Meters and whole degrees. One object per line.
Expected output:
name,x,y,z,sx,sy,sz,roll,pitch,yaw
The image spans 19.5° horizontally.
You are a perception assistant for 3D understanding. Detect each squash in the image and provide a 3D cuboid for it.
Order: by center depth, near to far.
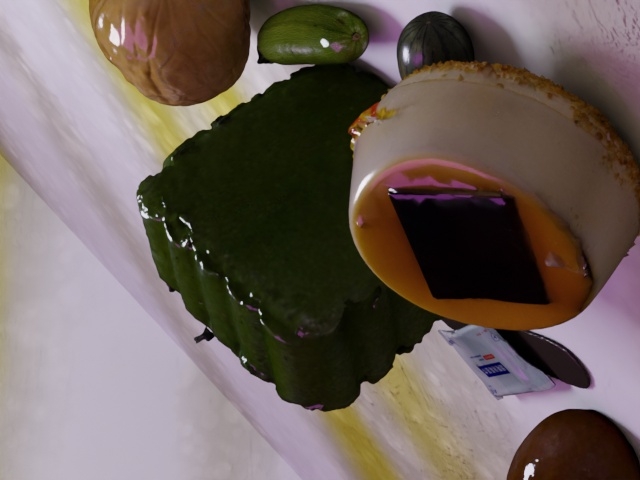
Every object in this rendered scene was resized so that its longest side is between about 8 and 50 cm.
squash,-0.015,-0.225,2.038,0.066,0.066,0.252,54,162,-20

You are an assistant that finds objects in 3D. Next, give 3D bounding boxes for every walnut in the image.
walnut,-0.171,-0.259,2.163,0.195,0.195,0.222,39,169,27

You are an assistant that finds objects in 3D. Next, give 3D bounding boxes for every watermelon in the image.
watermelon,0.112,-0.176,1.814,0.078,0.078,0.111,41,164,22

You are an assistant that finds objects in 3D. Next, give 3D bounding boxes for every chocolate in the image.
chocolate,0.303,0.295,2.256,0.177,0.177,0.177,43,163,17

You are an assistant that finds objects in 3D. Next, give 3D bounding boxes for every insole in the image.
insole,0.227,0.120,2.317,0.328,0.007,0.111,24,153,55

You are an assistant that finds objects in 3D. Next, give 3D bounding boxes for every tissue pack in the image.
tissue pack,0.218,0.149,2.344,0.122,0.026,0.193,48,164,-4

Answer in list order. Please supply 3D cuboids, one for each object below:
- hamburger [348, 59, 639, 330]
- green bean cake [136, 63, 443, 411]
hamburger,0.162,-0.049,1.752,0.294,0.179,0.276,1,140,31
green bean cake,0.000,0.000,2.041,0.319,0.335,0.218,42,162,33
